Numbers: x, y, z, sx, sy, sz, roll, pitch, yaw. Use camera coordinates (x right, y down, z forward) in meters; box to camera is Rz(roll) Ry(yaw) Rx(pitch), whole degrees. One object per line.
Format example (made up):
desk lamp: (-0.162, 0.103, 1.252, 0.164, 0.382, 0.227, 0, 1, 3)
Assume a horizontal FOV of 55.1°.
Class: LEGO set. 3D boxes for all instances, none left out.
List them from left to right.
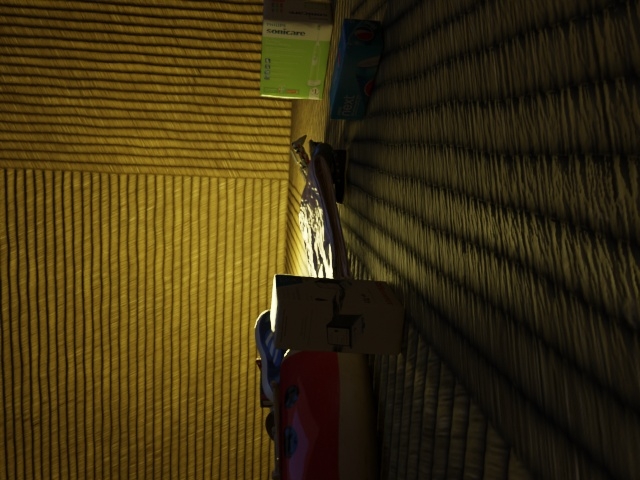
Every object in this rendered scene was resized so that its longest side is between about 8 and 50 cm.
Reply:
LEGO set: (-0.034, -0.219, 1.891, 0.183, 0.060, 0.244, 64, 177, -2)

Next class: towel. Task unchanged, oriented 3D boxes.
towel: (0.000, 0.000, 1.538, 0.332, 0.053, 0.317, 110, 151, -67)

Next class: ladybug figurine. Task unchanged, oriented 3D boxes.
ladybug figurine: (0.006, 0.359, 1.140, 0.305, 0.161, 0.450, 100, 169, -50)

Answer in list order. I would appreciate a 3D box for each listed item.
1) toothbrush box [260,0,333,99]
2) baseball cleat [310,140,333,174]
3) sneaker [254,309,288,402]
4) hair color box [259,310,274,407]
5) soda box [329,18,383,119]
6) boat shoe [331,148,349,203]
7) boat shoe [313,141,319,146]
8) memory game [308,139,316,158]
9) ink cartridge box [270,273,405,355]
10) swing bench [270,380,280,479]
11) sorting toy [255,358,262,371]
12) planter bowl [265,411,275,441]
toothbrush box: (-0.082, -0.591, 1.910, 0.283, 0.206, 0.122, 100, 170, -53)
baseball cleat: (0.014, -0.164, 1.662, 0.206, 0.072, 0.109, 93, 161, -50)
sneaker: (-0.059, 0.275, 1.702, 0.236, 0.130, 0.323, -40, 36, 23)
hair color box: (-0.112, 0.402, 2.043, 0.105, 0.173, 0.347, -100, 14, -57)
soda box: (0.065, -0.326, 1.191, 0.210, 0.071, 0.067, 105, 164, -62)
boat shoe: (0.043, -0.152, 1.468, 0.049, 0.042, 0.133, -116, 27, -70)
boat shoe: (-0.009, -0.290, 1.925, 0.125, 0.038, 0.046, -114, 10, -74)
memory game: (-0.009, -0.212, 1.831, 0.186, 0.012, 0.186, 166, 90, -86)
ink cartridge box: (0.021, 0.114, 0.954, 0.139, 0.190, 0.082, -117, 30, -75)
swing bench: (-0.041, 0.517, 1.480, 0.253, 0.165, 0.255, -100, 14, -58)
sorting toy: (-0.078, 0.402, 1.856, 0.046, 0.274, 0.132, -39, -67, -46)
planter bowl: (-0.072, 0.537, 1.852, 0.109, 0.162, 0.162, -52, -29, -60)
